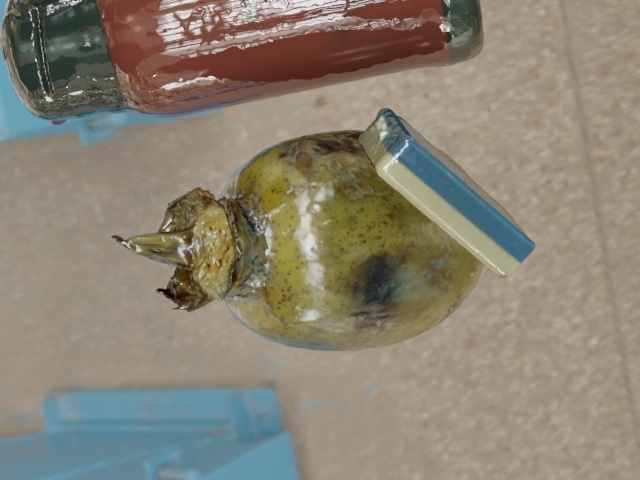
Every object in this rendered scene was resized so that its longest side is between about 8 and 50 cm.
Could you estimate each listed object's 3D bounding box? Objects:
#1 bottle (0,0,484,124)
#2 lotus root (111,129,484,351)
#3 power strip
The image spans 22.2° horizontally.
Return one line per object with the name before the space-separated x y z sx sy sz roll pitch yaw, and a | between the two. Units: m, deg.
bottle | -0.059 -0.162 1.165 0.336 0.144 0.144 -13 96 3
lotus root | 0.002 0.000 1.098 0.154 0.278 0.154 -1 89 50
power strip | 0.075 -0.029 0.998 0.123 0.056 0.032 39 100 -27
